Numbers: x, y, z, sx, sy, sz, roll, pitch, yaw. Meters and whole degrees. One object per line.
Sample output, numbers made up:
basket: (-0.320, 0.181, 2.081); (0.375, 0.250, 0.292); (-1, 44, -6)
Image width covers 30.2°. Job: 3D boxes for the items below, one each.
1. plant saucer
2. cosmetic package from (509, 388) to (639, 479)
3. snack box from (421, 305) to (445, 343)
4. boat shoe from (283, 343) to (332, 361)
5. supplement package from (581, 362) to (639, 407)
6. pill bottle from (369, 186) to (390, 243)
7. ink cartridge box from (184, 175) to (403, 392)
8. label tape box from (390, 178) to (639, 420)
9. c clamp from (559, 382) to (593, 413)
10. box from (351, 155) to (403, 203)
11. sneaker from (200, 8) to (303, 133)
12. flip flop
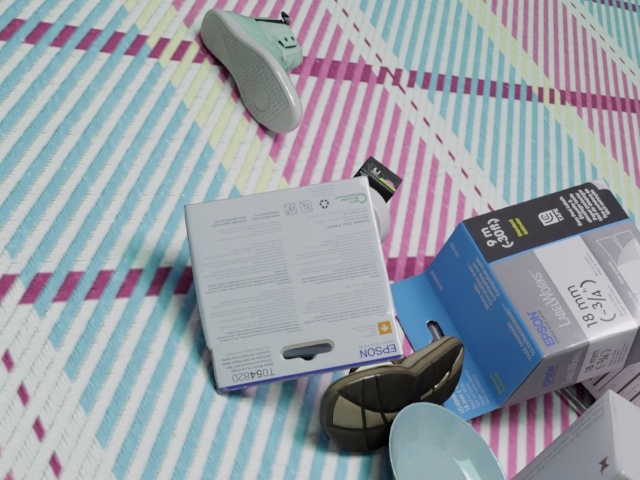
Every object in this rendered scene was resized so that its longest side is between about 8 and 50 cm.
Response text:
plant saucer: (0.144, 0.284, 1.387); (0.195, 0.037, 0.195); (29, 38, -26)
cosmetic package: (0.429, 0.373, 1.409); (0.385, 0.217, 0.156); (34, 32, -11)
snack box: (0.220, 0.126, 1.673); (0.178, 0.022, 0.064); (6, 45, -33)
boat shoe: (-0.016, 0.132, 1.430); (0.142, 0.040, 0.049); (6, 35, -41)
supplement package: (0.512, 0.137, 1.775); (0.145, 0.204, 0.262); (50, 29, 16)
pill bottle: (0.000, 0.000, 1.532); (0.121, 0.121, 0.221); (44, 33, 8)
ink cartridge box: (-0.032, 0.051, 1.374); (0.223, 0.045, 0.223); (-9, 77, -8)
label tape box: (0.283, 0.075, 1.582); (0.334, 0.106, 0.240); (-17, 55, -15)
c clamp: (0.362, 0.215, 1.720); (0.161, 0.022, 0.137); (43, 27, 10)
box: (0.068, -0.068, 1.718); (0.062, 0.083, 0.052); (38, 32, -2)
sneaker: (-0.061, -0.267, 1.822); (0.151, 0.094, 0.256); (-6, 51, -41)
flip flop: (0.081, 0.171, 1.431); (0.080, 0.112, 0.277); (25, 27, 30)
